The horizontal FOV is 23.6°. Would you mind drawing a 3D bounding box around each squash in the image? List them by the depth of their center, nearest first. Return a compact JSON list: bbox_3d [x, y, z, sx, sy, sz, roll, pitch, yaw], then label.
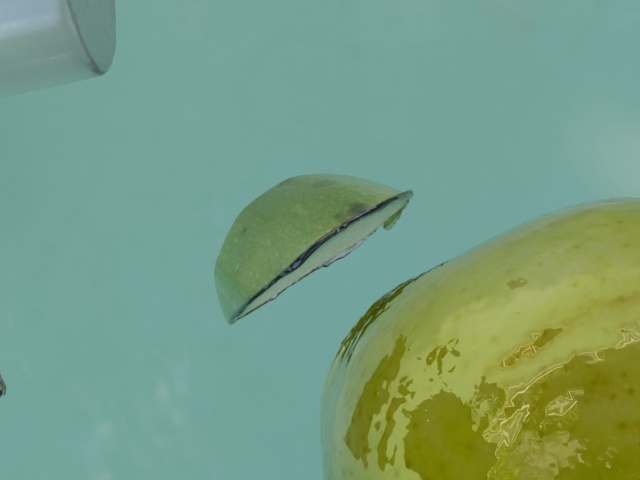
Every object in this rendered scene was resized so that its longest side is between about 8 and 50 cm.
[{"bbox_3d":[-0.014,-0.019,1.317,0.192,0.184,0.085,-33,84,-17],"label":"squash"}]

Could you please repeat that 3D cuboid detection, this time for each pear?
[{"bbox_3d":[0.185,0.148,0.914,0.362,0.418,0.362,-7,104,-31],"label":"pear"}]

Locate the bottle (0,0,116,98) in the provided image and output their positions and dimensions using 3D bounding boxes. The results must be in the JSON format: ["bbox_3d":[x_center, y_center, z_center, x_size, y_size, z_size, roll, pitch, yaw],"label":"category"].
[{"bbox_3d":[-0.162,-0.059,0.419,0.201,0.072,0.072,-10,113,5],"label":"bottle"}]

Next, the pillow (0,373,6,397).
[{"bbox_3d":[-0.335,-0.013,1.144,0.185,0.075,0.302,-3,84,-12],"label":"pillow"}]
